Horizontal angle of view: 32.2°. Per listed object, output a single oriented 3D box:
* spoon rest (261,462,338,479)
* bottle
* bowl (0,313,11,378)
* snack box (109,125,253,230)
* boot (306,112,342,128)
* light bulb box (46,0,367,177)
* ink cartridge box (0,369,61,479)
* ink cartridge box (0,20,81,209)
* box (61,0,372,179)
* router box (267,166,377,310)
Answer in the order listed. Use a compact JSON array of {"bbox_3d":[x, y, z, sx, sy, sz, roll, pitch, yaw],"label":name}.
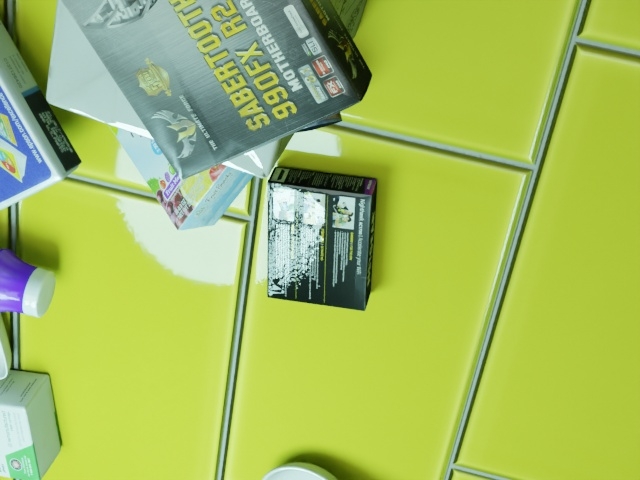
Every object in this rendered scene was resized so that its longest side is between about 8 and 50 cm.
[{"bbox_3d":[0.042,0.398,1.633,0.277,0.084,0.137,10,123,8],"label":"spoon rest"},{"bbox_3d":[-0.510,0.039,1.528,0.283,0.118,0.092,15,155,6],"label":"bottle"},{"bbox_3d":[-0.523,0.133,1.631,0.142,0.053,0.142,1,122,14],"label":"bowl"},{"bbox_3d":[-0.155,-0.145,1.292,0.174,0.070,0.207,-49,65,33],"label":"snack box"},{"bbox_3d":[-0.078,-0.172,1.328,0.219,0.082,0.106,-9,94,30],"label":"boot"},{"bbox_3d":[-0.062,-0.315,1.044,0.225,0.361,0.357,20,124,4],"label":"light bulb box"},{"bbox_3d":[-0.517,0.274,1.698,0.209,0.087,0.153,6,122,12],"label":"ink cartridge box"},{"bbox_3d":[-0.499,-0.164,1.406,0.307,0.072,0.303,-21,106,27],"label":"ink cartridge box"},{"bbox_3d":[-0.093,-0.182,0.883,0.183,0.056,0.231,-20,114,25],"label":"box"},{"bbox_3d":[0.000,0.000,1.415,0.133,0.046,0.178,8,123,9],"label":"router box"}]
